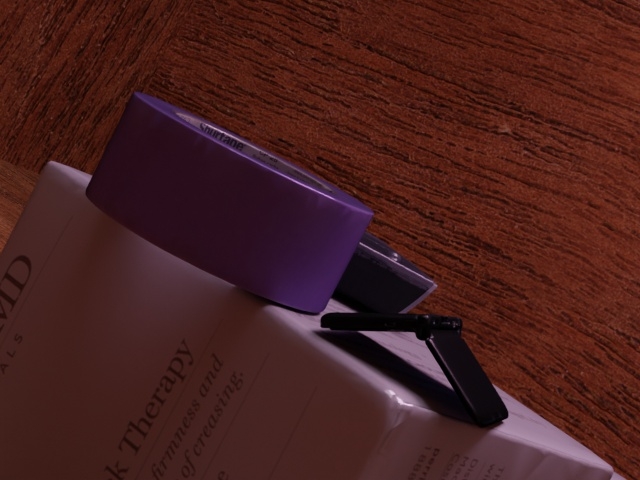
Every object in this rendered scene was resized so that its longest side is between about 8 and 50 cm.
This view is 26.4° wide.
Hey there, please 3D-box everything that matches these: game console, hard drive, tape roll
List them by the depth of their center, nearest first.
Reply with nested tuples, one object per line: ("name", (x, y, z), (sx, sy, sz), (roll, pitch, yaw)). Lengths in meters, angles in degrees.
("game console", (0.064, 0.084, 0.903), (0.107, 0.071, 0.122), (0, -5, 16))
("tape roll", (-0.063, -0.028, 0.956), (0.189, 0.080, 0.189), (27, 4, -2))
("hard drive", (0.000, 0.000, 1.195), (0.172, 0.054, 0.254), (28, 3, -12))

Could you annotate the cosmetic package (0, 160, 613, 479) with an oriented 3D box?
("cosmetic package", (-0.065, 0.194, 1.061), (0.394, 0.329, 0.327), (31, 5, 39))

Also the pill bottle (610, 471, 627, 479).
("pill bottle", (0.167, 0.329, 1.225), (0.169, 0.301, 0.169), (29, 3, -2))
